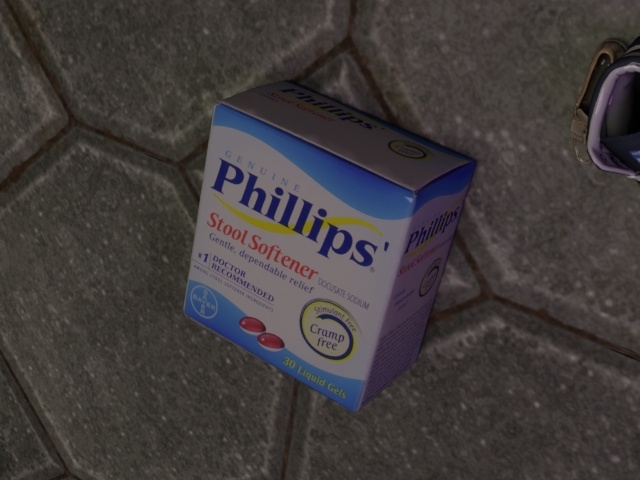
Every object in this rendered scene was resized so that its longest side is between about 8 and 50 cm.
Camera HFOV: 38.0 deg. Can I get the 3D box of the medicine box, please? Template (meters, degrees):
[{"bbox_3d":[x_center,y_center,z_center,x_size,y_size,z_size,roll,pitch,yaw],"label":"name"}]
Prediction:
[{"bbox_3d":[0.000,0.000,1.074,0.263,0.149,0.289,27,123,24],"label":"medicine box"}]

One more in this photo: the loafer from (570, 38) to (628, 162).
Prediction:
[{"bbox_3d":[0.266,-0.132,0.902,0.045,0.039,0.125,21,119,26],"label":"loafer"}]

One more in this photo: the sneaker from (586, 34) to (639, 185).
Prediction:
[{"bbox_3d":[0.325,-0.047,0.822,0.099,0.153,0.282,-19,97,39],"label":"sneaker"}]
